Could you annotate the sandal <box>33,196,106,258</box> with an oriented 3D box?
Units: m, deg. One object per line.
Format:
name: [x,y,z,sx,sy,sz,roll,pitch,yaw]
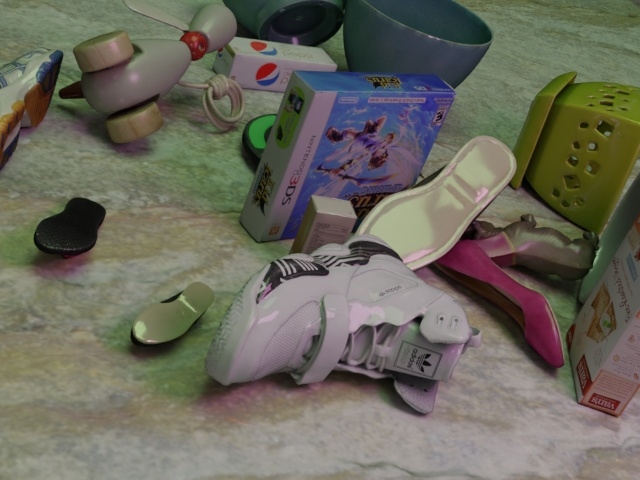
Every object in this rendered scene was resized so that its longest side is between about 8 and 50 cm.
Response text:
sandal: [-0.305,-0.008,1.184,0.067,0.040,0.179,25,16,-6]

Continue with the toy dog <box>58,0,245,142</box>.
toy dog: [-0.274,-0.268,1.489,0.161,0.220,0.334,2,11,31]

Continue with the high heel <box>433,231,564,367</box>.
high heel: [0.253,0.092,1.370,0.117,0.082,0.244,-19,57,-5]

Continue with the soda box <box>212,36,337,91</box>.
soda box: [-0.083,-0.320,1.772,0.216,0.069,0.074,0,38,-32]

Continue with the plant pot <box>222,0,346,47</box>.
plant pot: [-0.060,-0.497,1.896,0.293,0.293,0.196,0,64,-33]

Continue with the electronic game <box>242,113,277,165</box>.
electronic game: [-0.016,-0.139,1.555,0.229,0.048,0.229,16,32,-10]

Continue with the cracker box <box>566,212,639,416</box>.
cracker box: [0.413,0.096,1.285,0.067,0.232,0.155,19,31,-4]

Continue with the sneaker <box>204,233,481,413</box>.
sneaker: [0.044,0.110,1.117,0.210,0.137,0.366,33,29,22]

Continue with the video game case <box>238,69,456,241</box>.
video game case: [0.041,-0.119,1.368,0.270,0.244,0.061,-7,43,-39]

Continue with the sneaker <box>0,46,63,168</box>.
sneaker: [-0.450,-0.205,1.319,0.131,0.111,0.296,20,30,-4]

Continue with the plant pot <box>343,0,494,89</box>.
plant pot: [0.162,-0.363,1.871,0.290,0.195,0.290,17,31,-10]

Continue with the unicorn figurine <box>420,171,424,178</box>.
unicorn figurine: [0.088,-0.133,1.542,0.162,0.060,0.111,23,26,-49]

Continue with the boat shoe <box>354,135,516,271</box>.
boat shoe: [0.158,-0.034,1.412,0.116,0.096,0.324,46,62,8]

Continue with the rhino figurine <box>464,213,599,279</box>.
rhino figurine: [0.318,0.003,1.521,0.243,0.073,0.106,14,25,7]

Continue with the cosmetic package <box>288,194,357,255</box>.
cosmetic package: [0.000,0.000,1.283,0.060,0.115,0.041,10,33,-21]

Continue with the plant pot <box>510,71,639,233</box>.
plant pot: [0.481,-0.180,1.775,0.207,0.227,0.228,25,31,17]

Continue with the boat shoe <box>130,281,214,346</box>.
boat shoe: [-0.173,0.091,1.106,0.049,0.042,0.133,49,35,3]

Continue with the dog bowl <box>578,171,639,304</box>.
dog bowl: [0.499,0.000,1.458,0.104,0.265,0.265,28,31,7]
